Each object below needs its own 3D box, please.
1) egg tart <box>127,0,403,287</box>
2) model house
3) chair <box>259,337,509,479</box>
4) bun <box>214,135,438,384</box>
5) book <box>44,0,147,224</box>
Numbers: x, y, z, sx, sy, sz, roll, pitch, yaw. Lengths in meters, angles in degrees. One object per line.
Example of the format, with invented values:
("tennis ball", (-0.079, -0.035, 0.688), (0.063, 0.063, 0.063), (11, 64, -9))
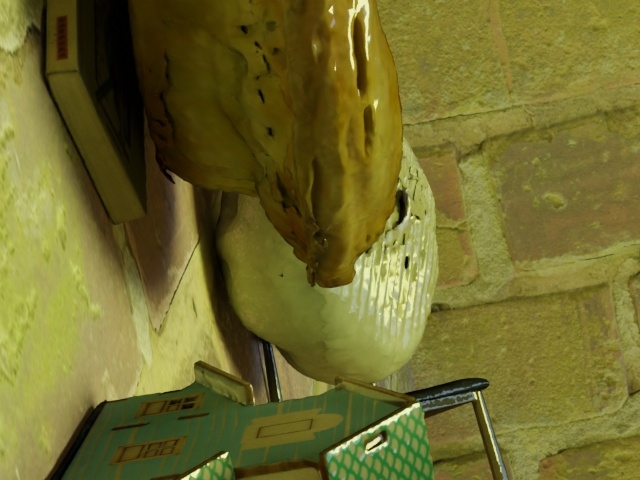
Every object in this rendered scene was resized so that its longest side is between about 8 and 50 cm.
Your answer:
("egg tart", (-0.046, -0.178, 1.308), (0.443, 0.178, 0.443), (175, -90, -88))
("model house", (-0.031, 0.173, 1.000), (0.271, 0.206, 0.178), (-67, 145, -80))
("chair", (0.057, 0.180, 1.780), (0.188, 0.166, 0.272), (-8, 78, -46))
("bun", (0.003, -0.002, 1.663), (0.273, 0.168, 0.273), (17, 70, -53))
("book", (-0.155, -0.146, 1.261), (0.161, 0.026, 0.231), (71, 10, -51))
